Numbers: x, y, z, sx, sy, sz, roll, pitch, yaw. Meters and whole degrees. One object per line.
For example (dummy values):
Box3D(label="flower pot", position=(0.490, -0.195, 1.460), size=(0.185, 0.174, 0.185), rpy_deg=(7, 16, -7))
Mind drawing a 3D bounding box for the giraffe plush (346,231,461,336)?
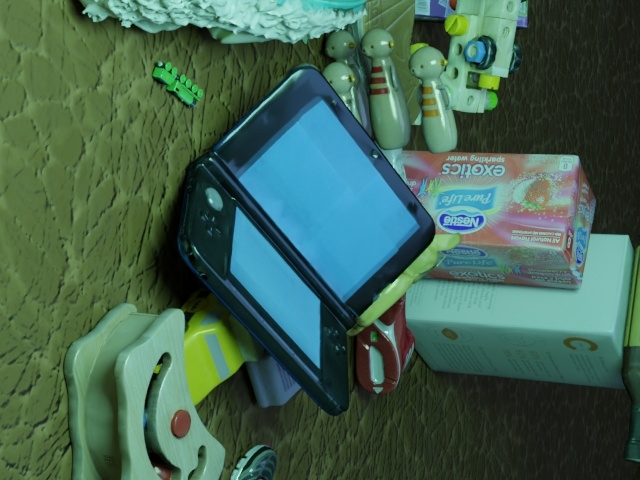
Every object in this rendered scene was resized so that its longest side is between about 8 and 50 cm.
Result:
Box3D(label="giraffe plush", position=(0.060, 0.000, 1.586), size=(0.170, 0.210, 0.181), rpy_deg=(48, 52, 3))

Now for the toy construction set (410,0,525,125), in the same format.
Box3D(label="toy construction set", position=(0.187, -0.317, 1.725), size=(0.151, 0.215, 0.327), rpy_deg=(-17, 113, -35))

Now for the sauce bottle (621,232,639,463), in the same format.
Box3D(label="sauce bottle", position=(0.491, 0.150, 1.729), size=(0.111, 0.111, 0.344), rpy_deg=(30, 68, -60))

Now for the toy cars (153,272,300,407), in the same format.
Box3D(label="toy cars", position=(-0.063, 0.114, 1.421), size=(0.394, 0.087, 0.176), rpy_deg=(12, 82, -63))

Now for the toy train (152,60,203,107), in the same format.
Box3D(label="toy train", position=(-0.154, -0.167, 1.296), size=(0.083, 0.017, 0.023), rpy_deg=(38, 68, -58))

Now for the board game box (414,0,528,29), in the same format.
Box3D(label="board game box", position=(0.228, -0.506, 1.850), size=(0.208, 0.056, 0.346), rpy_deg=(2, 92, -18))

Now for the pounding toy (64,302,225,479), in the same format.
Box3D(label="pounding toy", position=(-0.143, 0.202, 1.196), size=(0.154, 0.155, 0.269), rpy_deg=(-17, 108, -57))

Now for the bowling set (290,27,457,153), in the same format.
Box3D(label="bowling set", position=(0.022, -0.173, 1.477), size=(0.200, 0.287, 0.154), rpy_deg=(-17, 104, -26))

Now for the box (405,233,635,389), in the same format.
Box3D(label="box", position=(0.318, 0.105, 1.884), size=(0.215, 0.345, 0.168), rpy_deg=(52, 47, -53))

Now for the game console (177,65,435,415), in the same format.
Box3D(label="game console", position=(0.000, 0.000, 1.339), size=(0.293, 0.173, 0.250), rpy_deg=(49, 21, -28))

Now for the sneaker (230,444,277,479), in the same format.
Box3D(label="sneaker", position=(-0.075, 0.324, 1.429), size=(0.063, 0.075, 0.170), rpy_deg=(62, 40, -45))

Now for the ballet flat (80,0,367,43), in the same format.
Box3D(label="ballet flat", position=(-0.106, -0.269, 1.260), size=(0.409, 0.147, 0.147), rpy_deg=(-4, 96, -57))

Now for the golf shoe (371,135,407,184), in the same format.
Box3D(label="golf shoe", position=(0.098, -0.090, 1.656), size=(0.069, 0.086, 0.176), rpy_deg=(-27, 142, -57))

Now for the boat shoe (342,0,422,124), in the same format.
Box3D(label="boat shoe", position=(0.069, -0.277, 1.644), size=(0.098, 0.096, 0.277), rpy_deg=(-31, 132, -28))

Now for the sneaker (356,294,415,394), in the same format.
Box3D(label="sneaker", position=(0.092, 0.105, 1.760), size=(0.128, 0.087, 0.221), rpy_deg=(-18, 114, -76))

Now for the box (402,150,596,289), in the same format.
Box3D(label="box", position=(0.232, -0.031, 1.751), size=(0.142, 0.300, 0.154), rpy_deg=(49, 51, -56))

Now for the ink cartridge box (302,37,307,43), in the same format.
Box3D(label="ink cartridge box", position=(-0.022, -0.344, 1.486), size=(0.209, 0.062, 0.109), rpy_deg=(47, 52, -55))
